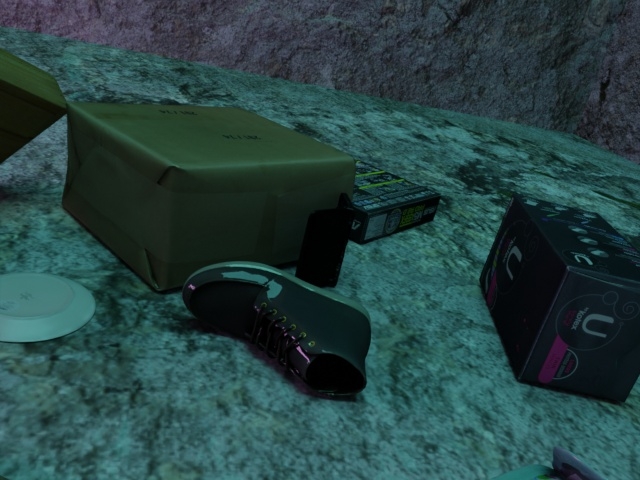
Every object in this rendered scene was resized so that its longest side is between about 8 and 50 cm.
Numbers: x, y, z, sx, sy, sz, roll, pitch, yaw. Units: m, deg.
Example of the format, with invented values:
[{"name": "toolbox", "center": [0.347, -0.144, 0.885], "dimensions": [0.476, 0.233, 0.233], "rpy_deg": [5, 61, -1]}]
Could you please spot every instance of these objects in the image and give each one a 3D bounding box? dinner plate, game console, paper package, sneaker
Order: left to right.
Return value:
[{"name": "dinner plate", "center": [-0.319, 0.065, 0.657], "dimensions": [0.141, 0.017, 0.141], "rpy_deg": [10, 24, -5]}, {"name": "paper package", "center": [-0.167, -0.087, 0.900], "dimensions": [0.325, 0.168, 0.309], "rpy_deg": [-12, 32, -44]}, {"name": "sneaker", "center": [-0.049, 0.092, 0.656], "dimensions": [0.222, 0.083, 0.118], "rpy_deg": [13, 23, -3]}, {"name": "game console", "center": [0.000, 0.000, 0.844], "dimensions": [0.071, 0.122, 0.107], "rpy_deg": [9, 23, -13]}]

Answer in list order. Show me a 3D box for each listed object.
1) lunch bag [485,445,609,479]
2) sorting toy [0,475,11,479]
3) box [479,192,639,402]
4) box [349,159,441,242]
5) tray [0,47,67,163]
[{"name": "lunch bag", "center": [0.176, 0.243, 0.343], "dimensions": [0.262, 0.160, 0.223], "rpy_deg": [7, 18, -44]}, {"name": "sorting toy", "center": [-0.217, 0.175, 0.343], "dimensions": [0.132, 0.046, 0.274], "rpy_deg": [32, -11, -13]}, {"name": "box", "center": [0.331, 0.063, 0.827], "dimensions": [0.143, 0.165, 0.270], "rpy_deg": [13, 22, -2]}, {"name": "box", "center": [0.076, -0.085, 1.168], "dimensions": [0.216, 0.060, 0.270], "rpy_deg": [27, 26, 31]}, {"name": "tray", "center": [-0.513, -0.180, 0.694], "dimensions": [0.076, 0.203, 0.411], "rpy_deg": [60, 12, 15]}]
